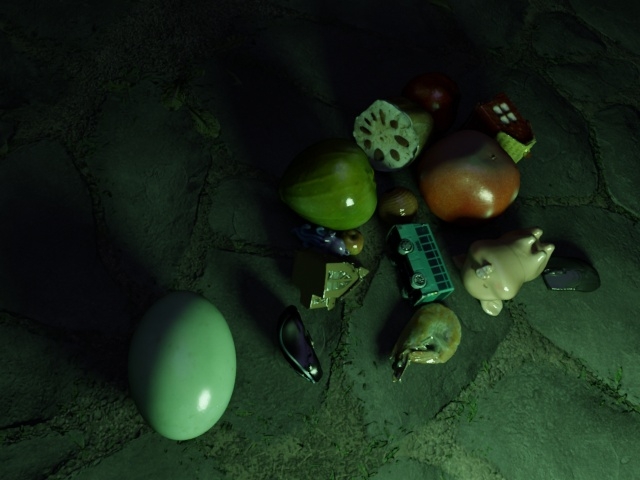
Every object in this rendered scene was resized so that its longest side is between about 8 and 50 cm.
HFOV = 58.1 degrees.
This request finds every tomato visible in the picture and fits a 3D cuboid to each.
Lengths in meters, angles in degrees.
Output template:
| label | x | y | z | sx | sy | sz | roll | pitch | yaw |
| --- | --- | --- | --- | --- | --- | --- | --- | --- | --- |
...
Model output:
| label | x | y | z | sx | sy | sz | roll | pitch | yaw |
| --- | --- | --- | --- | --- | --- | --- | --- | --- | --- |
| tomato | 0.501 | -0.221 | 1.928 | 0.341 | 0.273 | 0.342 | 4 | 63 | -7 |

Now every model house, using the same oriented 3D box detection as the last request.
| label | x | y | z | sx | sy | sz | roll | pitch | yaw |
| --- | --- | --- | --- | --- | --- | --- | --- | --- | --- |
| model house | 0.056 | 0.121 | 1.771 | 0.247 | 0.180 | 0.176 | -1 | 103 | -38 |
| model house | 0.638 | -0.364 | 2.064 | 0.159 | 0.196 | 0.254 | -22 | 70 | -28 |

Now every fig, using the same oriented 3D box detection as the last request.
| label | x | y | z | sx | sy | sz | roll | pitch | yaw |
| --- | --- | --- | --- | --- | --- | --- | --- | --- | --- |
| fig | 0.019 | -0.173 | 1.833 | 0.315 | 0.316 | 0.317 | 4 | 63 | -7 |

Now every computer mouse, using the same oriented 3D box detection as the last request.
| label | x | y | z | sx | sy | sz | roll | pitch | yaw |
| --- | --- | --- | --- | --- | --- | --- | --- | --- | --- |
| computer mouse | -0.069 | 0.301 | 1.645 | 0.096 | 0.137 | 0.233 | -23 | 63 | 0 |
| computer mouse | 0.844 | 0.115 | 1.926 | 0.217 | 0.073 | 0.122 | 4 | 63 | -6 |

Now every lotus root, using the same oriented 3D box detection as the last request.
| label | x | y | z | sx | sy | sz | roll | pitch | yaw |
| --- | --- | --- | --- | --- | --- | --- | --- | --- | --- |
| lotus root | 0.266 | -0.382 | 1.998 | 0.272 | 0.272 | 0.192 | 45 | 54 | 14 |

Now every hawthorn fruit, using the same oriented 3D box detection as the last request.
| label | x | y | z | sx | sy | sz | roll | pitch | yaw |
| --- | --- | --- | --- | --- | --- | --- | --- | --- | --- |
| hawthorn fruit | 0.373 | -0.510 | 2.099 | 0.265 | 0.210 | 0.230 | 17 | 61 | 11 |

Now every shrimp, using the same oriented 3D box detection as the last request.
| label | x | y | z | sx | sy | sz | roll | pitch | yaw |
| --- | --- | --- | --- | --- | --- | --- | --- | --- | --- |
| shrimp | 0.317 | 0.319 | 1.735 | 0.168 | 0.077 | 0.317 | 37 | 60 | 7 |

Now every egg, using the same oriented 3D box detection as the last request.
| label | x | y | z | sx | sy | sz | roll | pitch | yaw |
| --- | --- | --- | --- | --- | --- | --- | --- | --- | --- |
| egg | -0.360 | 0.318 | 1.507 | 0.275 | 0.276 | 0.389 | 0 | 64 | -9 |

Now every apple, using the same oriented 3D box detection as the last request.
| label | x | y | z | sx | sy | sz | roll | pitch | yaw |
| --- | --- | --- | --- | --- | --- | --- | --- | --- | --- |
| apple | 0.100 | 0.005 | 1.862 | 0.083 | 0.071 | 0.084 | 6 | 54 | -9 |

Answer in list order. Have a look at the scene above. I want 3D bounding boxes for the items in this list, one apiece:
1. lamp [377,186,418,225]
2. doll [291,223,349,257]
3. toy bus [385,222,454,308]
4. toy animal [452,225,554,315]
| label | x | y | z | sx | sy | sz | roll | pitch | yaw |
| --- | --- | --- | --- | --- | --- | --- | --- | --- | --- |
| lamp | 0.256 | -0.114 | 1.911 | 0.136 | 0.136 | 0.137 | 4 | 63 | -7 |
| doll | 0.000 | 0.000 | 1.829 | 0.205 | 0.110 | 0.067 | 24 | 43 | 11 |
| toy bus | 0.313 | 0.072 | 1.831 | 0.146 | 0.128 | 0.256 | -10 | 67 | -16 |
| toy animal | 0.587 | 0.072 | 1.832 | 0.326 | 0.269 | 0.237 | -10 | 61 | -50 |
